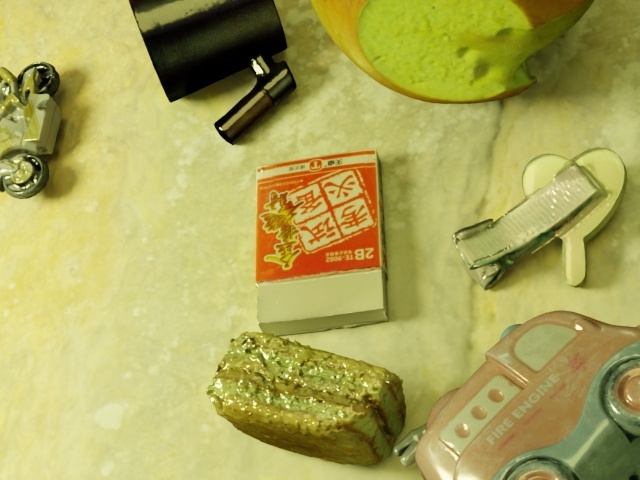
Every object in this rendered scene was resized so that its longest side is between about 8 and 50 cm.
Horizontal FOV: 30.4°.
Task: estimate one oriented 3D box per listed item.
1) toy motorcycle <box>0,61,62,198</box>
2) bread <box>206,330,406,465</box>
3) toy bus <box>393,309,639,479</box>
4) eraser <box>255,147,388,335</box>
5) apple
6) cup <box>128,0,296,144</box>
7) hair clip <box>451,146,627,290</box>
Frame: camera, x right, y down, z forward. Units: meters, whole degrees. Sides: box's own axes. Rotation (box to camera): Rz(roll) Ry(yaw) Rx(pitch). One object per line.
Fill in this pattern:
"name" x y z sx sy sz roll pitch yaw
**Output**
"toy motorcycle" -0.435 -0.146 1.622 0.152 0.073 0.225 -10 59 13
"bread" -0.010 0.176 1.279 0.196 0.138 0.102 13 69 21
"toy bus" 0.230 0.195 1.175 0.294 0.197 0.232 -44 48 -9
"eraser" 0.000 0.000 1.434 0.157 0.038 0.230 -8 58 11
"apple" 0.166 -0.329 1.403 0.384 0.374 0.374 28 71 33
"cup" -0.138 -0.259 1.586 0.177 0.239 0.166 -21 15 -3
"hair clip" 0.264 -0.021 1.354 0.218 0.071 0.159 -36 63 1
